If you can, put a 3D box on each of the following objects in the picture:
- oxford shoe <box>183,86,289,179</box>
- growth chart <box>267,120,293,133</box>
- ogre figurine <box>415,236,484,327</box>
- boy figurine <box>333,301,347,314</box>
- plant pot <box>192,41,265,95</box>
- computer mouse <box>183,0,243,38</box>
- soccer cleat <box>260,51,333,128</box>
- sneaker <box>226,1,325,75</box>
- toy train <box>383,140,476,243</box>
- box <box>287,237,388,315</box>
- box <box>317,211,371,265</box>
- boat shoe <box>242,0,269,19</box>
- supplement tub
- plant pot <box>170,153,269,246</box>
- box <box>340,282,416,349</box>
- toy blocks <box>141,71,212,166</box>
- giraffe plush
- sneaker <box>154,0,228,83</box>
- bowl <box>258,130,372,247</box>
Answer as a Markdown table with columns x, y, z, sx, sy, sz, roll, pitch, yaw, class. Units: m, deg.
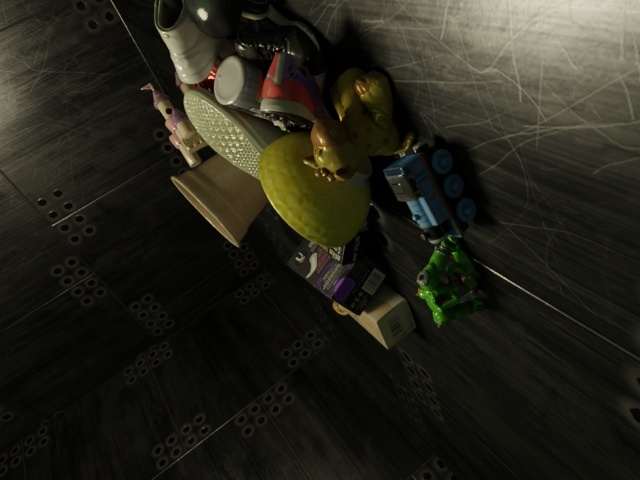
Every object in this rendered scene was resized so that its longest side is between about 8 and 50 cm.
| x | y | z | sx | sy | sz | roll | pitch | yaw | class |
| --- | --- | --- | --- | --- | --- | --- | --- | --- | --- |
| -0.149 | -0.251 | 1.246 | 0.449 | 0.130 | 0.169 | 34 | 153 | -13 | oxford shoe |
| -0.081 | -0.250 | 1.399 | 0.237 | 0.021 | 0.172 | 63 | 162 | -17 | growth chart |
| 0.262 | 0.094 | 0.975 | 0.097 | 0.118 | 0.197 | 42 | 160 | 42 | ogre figurine |
| 0.122 | 0.240 | 1.835 | 0.177 | 0.092 | 0.285 | 54 | 163 | -8 | boy figurine |
| -0.230 | -0.442 | 1.217 | 0.191 | 0.191 | 0.174 | 54 | 160 | 2 | plant pot |
| -0.204 | -0.509 | 0.867 | 0.189 | 0.072 | 0.272 | 23 | 125 | 16 | computer mouse |
| -0.033 | -0.293 | 0.983 | 0.318 | 0.109 | 0.116 | -27 | -54 | -73 | soccer cleat |
| -0.107 | -0.409 | 1.009 | 0.283 | 0.124 | 0.107 | 46 | 164 | 32 | sneaker |
| 0.193 | -0.078 | 0.830 | 0.184 | 0.105 | 0.080 | 59 | 166 | -16 | toy train |
| 0.047 | 0.087 | 1.478 | 0.143 | 0.165 | 0.270 | 36 | 178 | -38 | box |
| 0.050 | -0.039 | 1.327 | 0.180 | 0.078 | 0.147 | 38 | 129 | 47 | box |
| -0.211 | -0.597 | 0.945 | 0.340 | 0.127 | 0.113 | 53 | 141 | 6 | boat shoe |
| -0.140 | -0.349 | 1.113 | 0.117 | 0.190 | 0.116 | -1 | 88 | 42 | supplement tub |
| -0.296 | -0.197 | 1.691 | 0.334 | 0.305 | 0.334 | 43 | 168 | 12 | plant pot |
| 0.154 | 0.197 | 1.559 | 0.311 | 0.121 | 0.148 | 36 | 157 | 52 | box |
| -0.367 | -0.440 | 1.477 | 0.260 | 0.289 | 0.309 | 58 | 167 | 6 | toy blocks |
| 0.051 | -0.193 | 0.895 | 0.210 | 0.171 | 0.181 | 57 | 166 | -7 | giraffe plush |
| -0.265 | -0.512 | 1.044 | 0.108 | 0.292 | 0.169 | 6 | 154 | 12 | sneaker |
| 0.023 | -0.145 | 1.066 | 0.156 | 0.289 | 0.289 | -37 | 87 | 33 | bowl |
